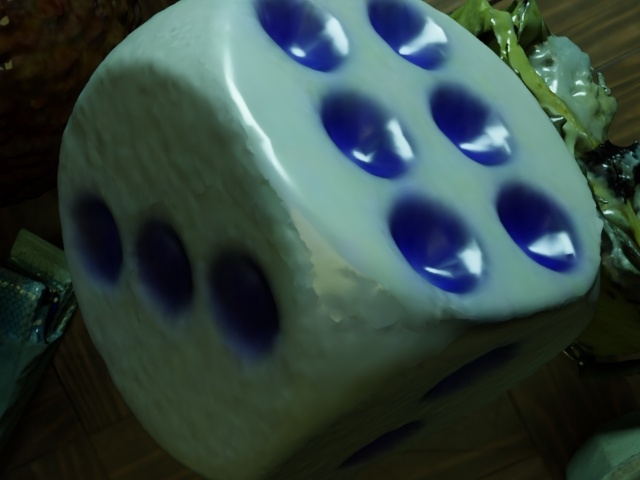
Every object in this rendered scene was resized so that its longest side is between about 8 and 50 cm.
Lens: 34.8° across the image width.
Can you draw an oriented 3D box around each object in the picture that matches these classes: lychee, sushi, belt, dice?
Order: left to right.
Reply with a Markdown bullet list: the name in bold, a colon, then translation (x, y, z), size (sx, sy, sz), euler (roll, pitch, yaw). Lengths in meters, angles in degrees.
- **belt**: translation (-0.280, 0.136, 0.820), size (0.072, 0.087, 0.302), euler (28, 97, 13)
- **lychee**: translation (-0.247, -0.151, 0.725), size (0.260, 0.260, 0.261), euler (1, 94, 7)
- **dice**: translation (0.000, 0.000, 0.653), size (0.259, 0.243, 0.251), euler (61, 139, 19)
- **sushi**: translation (0.163, -0.036, 0.740), size (0.131, 0.139, 0.291), euler (-35, 96, -36)

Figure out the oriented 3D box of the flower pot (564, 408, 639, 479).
- **flower pot**: translation (0.253, 0.215, 0.700), size (0.212, 0.202, 0.212), euler (0, 93, 8)
